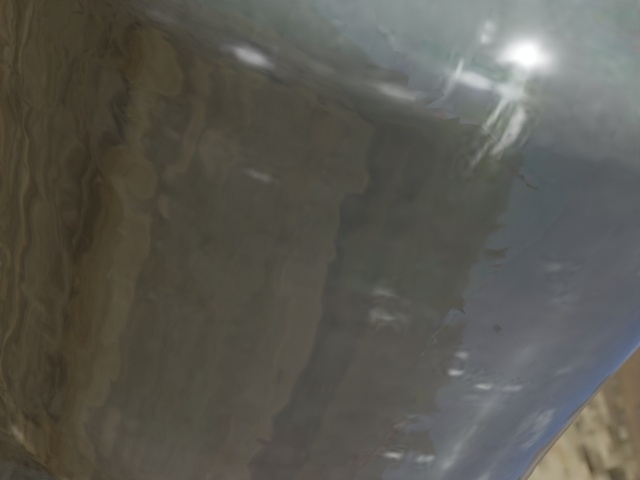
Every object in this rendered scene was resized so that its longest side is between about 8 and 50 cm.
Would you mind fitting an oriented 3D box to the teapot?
[{"bbox_3d":[0.000,0.000,0.716,0.376,0.306,0.361,-21,136,-61],"label":"teapot"}]
